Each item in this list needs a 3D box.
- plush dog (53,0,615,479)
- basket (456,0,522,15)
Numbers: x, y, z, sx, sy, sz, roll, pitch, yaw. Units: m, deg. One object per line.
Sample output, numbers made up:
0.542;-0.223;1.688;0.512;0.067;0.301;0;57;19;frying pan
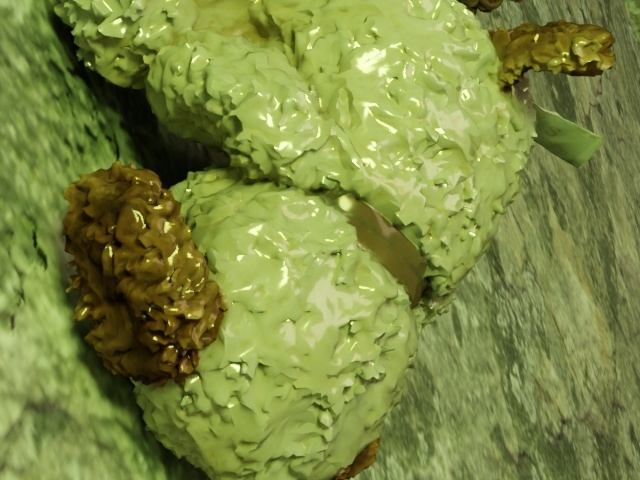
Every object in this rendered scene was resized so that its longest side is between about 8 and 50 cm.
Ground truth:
0.000;0.000;0.717;0.262;0.211;0.225;49;56;-46;plush dog
0.003;-0.207;0.818;0.299;0.223;0.213;28;52;-68;basket
